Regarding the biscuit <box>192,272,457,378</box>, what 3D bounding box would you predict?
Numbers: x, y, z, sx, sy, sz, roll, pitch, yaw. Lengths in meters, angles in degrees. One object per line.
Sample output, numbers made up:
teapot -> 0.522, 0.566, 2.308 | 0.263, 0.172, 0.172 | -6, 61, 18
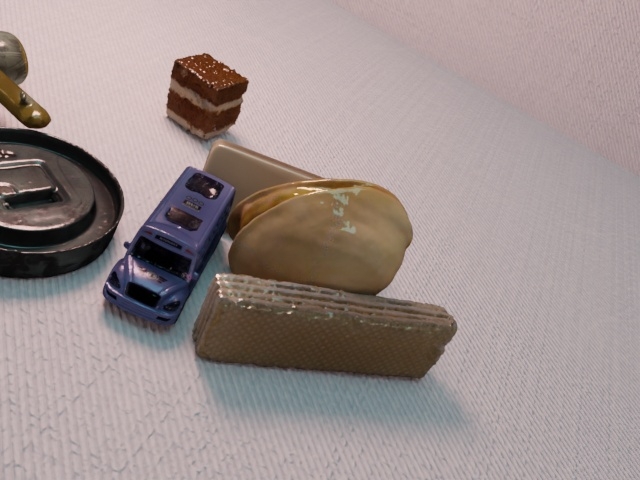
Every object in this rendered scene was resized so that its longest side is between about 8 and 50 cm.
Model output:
biscuit -> 0.017, 0.143, 1.094 | 0.426, 0.144, 0.078 | 11, 37, -24

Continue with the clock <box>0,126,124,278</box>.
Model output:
clock -> -0.484, -0.069, 1.093 | 0.318, 0.066, 0.319 | 18, 36, -14

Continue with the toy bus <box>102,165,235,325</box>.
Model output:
toy bus -> -0.237, 0.001, 1.110 | 0.125, 0.133, 0.292 | 25, 34, -5

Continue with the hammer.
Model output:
hammer -> -0.594, -0.287, 1.240 | 0.305, 0.113, 0.202 | 39, 39, 27

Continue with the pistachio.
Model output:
pistachio -> 0.000, 0.000, 1.174 | 0.321, 0.238, 0.229 | -6, 38, -1

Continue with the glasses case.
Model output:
glasses case -> -0.068, -0.072, 1.302 | 0.336, 0.144, 0.076 | 21, 11, -11

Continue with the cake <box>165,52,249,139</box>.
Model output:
cake -> -0.255, -0.315, 1.493 | 0.135, 0.147, 0.134 | 37, 34, 14
